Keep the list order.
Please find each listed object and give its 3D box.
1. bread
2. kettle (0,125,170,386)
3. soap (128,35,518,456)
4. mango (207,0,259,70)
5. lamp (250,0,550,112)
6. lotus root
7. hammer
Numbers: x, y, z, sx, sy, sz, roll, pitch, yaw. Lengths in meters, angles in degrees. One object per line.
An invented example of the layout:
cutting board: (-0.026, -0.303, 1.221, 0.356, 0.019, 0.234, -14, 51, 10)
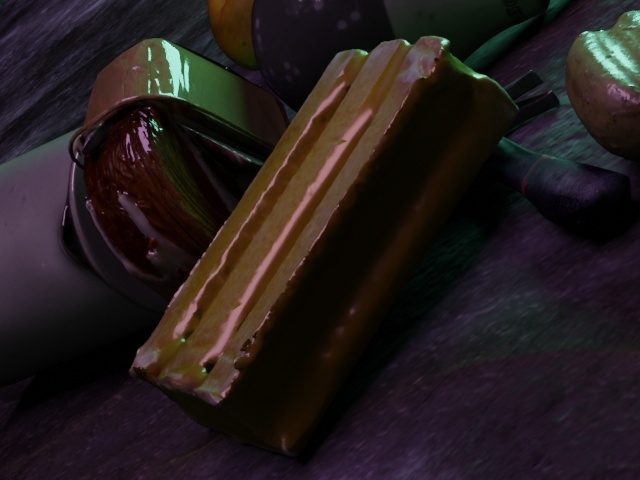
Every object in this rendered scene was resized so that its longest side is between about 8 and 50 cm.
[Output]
bread: (-0.095, -0.052, 1.421, 0.142, 0.224, 0.212, -33, 51, 32)
kettle: (-0.219, 0.013, 1.615, 0.318, 0.265, 0.205, -23, 60, 44)
soap: (0.000, 0.000, 1.260, 0.315, 0.091, 0.199, -57, 22, -14)
mango: (0.005, -0.339, 1.901, 0.253, 0.182, 0.365, 3, 60, 60)
lamp: (0.082, -0.209, 1.476, 0.314, 0.182, 0.182, -21, 29, 32)
lotus root: (0.214, -0.097, 1.128, 0.090, 0.077, 0.183, -26, 23, 5)
hammer: (0.152, -0.053, 1.219, 0.137, 0.037, 0.290, -46, 19, -4)
